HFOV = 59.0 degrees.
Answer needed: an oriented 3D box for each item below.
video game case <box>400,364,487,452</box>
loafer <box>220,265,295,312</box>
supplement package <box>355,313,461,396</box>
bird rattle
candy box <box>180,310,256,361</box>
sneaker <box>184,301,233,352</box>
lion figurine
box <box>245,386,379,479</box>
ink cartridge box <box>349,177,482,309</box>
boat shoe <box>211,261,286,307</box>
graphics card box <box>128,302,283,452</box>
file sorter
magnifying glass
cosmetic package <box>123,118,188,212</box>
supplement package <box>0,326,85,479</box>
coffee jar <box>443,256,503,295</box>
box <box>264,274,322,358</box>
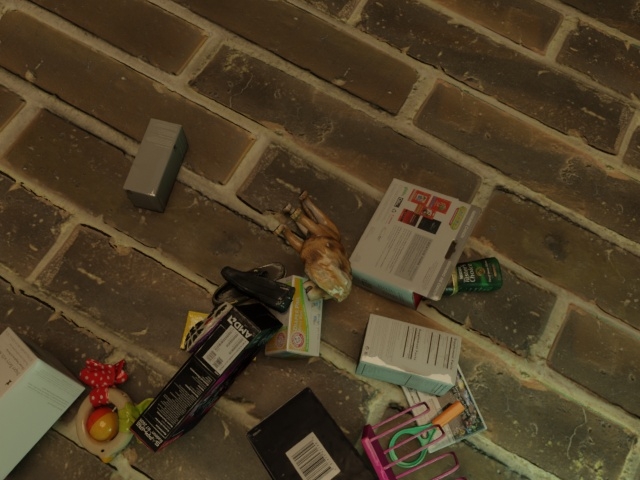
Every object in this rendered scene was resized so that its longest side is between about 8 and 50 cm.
[{"bbox_3d":[0.329,0.445,1.519,0.173,0.022,0.190,-19,72,-10],"label":"video game case"},{"bbox_3d":[-0.163,0.113,1.474,0.223,0.076,0.078,22,69,28],"label":"loafer"},{"bbox_3d":[0.228,0.302,1.487,0.244,0.139,0.134,14,63,4],"label":"supplement package"},{"bbox_3d":[-0.529,0.427,1.406,0.253,0.143,0.207,36,88,11],"label":"bird rattle"},{"bbox_3d":[-0.267,0.260,1.534,0.205,0.027,0.105,9,68,-1],"label":"candy box"},{"bbox_3d":[-0.286,0.240,1.490,0.170,0.068,0.071,-41,116,-4],"label":"sneaker"},{"bbox_3d":[0.000,0.000,1.534,0.240,0.392,0.142,42,114,-12],"label":"lion figurine"},{"bbox_3d":[0.005,0.539,1.280,0.182,0.294,0.296,-34,59,-13],"label":"box"},{"bbox_3d":[0.264,0.018,1.568,0.271,0.130,0.310,22,69,24],"label":"ink cartridge box"},{"bbox_3d":[-0.194,0.124,1.565,0.227,0.069,0.081,-29,75,-14],"label":"boat shoe"},{"bbox_3d":[-0.260,0.315,1.350,0.094,0.233,0.371,40,92,10],"label":"graphics card box"},{"bbox_3d":[0.244,0.555,1.345,0.182,0.202,0.291,-27,78,2],"label":"file sorter"},{"bbox_3d":[0.277,0.497,1.468,0.231,0.026,0.092,-37,74,-4],"label":"magnifying glass"},{"bbox_3d":[-0.472,-0.215,1.635,0.107,0.127,0.238,12,72,0],"label":"cosmetic package"},{"bbox_3d":[-0.755,0.392,1.338,0.177,0.175,0.293,25,67,36],"label":"supplement package"},{"bbox_3d":[0.419,0.104,1.616,0.184,0.079,0.096,-6,75,-7],"label":"coffee jar"},{"bbox_3d":[-0.069,0.208,1.505,0.103,0.114,0.203,17,67,-33],"label":"box"}]
